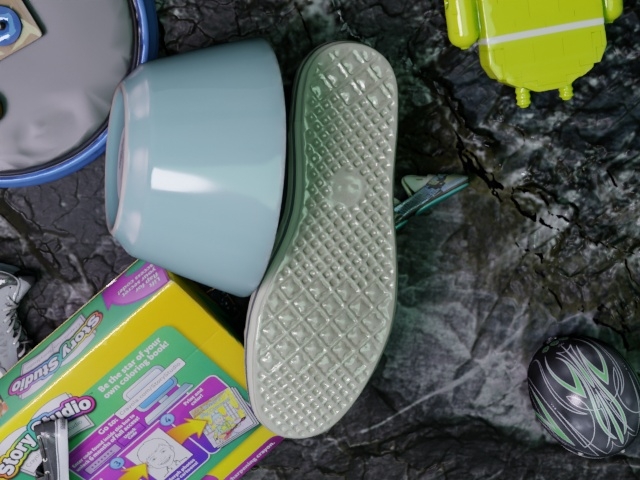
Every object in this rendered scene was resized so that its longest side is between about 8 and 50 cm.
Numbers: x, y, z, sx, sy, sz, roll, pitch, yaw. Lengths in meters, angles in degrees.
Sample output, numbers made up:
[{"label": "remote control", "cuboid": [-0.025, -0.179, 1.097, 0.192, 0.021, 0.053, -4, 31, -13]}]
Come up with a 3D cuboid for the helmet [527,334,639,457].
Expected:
[{"label": "helmet", "cuboid": [0.382, 0.222, 1.404, 0.169, 0.161, 0.169, -2, 104, -9]}]

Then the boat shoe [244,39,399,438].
[{"label": "boat shoe", "cuboid": [0.000, 0.000, 1.254, 0.187, 0.156, 0.500, 6, 90, -15]}]

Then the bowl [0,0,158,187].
[{"label": "bowl", "cuboid": [-0.397, -0.253, 1.200, 0.391, 0.077, 0.391, -2, 104, -9]}]

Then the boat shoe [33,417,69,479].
[{"label": "boat shoe", "cuboid": [-0.326, 0.279, 1.187, 0.040, 0.049, 0.142, -2, 111, -17]}]

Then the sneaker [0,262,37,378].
[{"label": "sneaker", "cuboid": [-0.403, 0.110, 1.287, 0.132, 0.086, 0.228, -43, 106, 0]}]

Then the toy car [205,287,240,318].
[{"label": "toy car", "cuboid": [-0.165, 0.112, 1.349, 0.060, 0.040, 0.122, 39, 96, -26]}]

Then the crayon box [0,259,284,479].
[{"label": "crayon box", "cuboid": [-0.244, 0.235, 1.289, 0.363, 0.106, 0.313, -41, 124, 2]}]

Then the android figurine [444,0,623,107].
[{"label": "android figurine", "cuboid": [0.289, -0.316, 1.310, 0.248, 0.056, 0.272, -13, 105, -6]}]

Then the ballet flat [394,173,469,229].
[{"label": "ballet flat", "cuboid": [0.113, -0.053, 1.346, 0.188, 0.070, 0.070, -34, 107, -4]}]

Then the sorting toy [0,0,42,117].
[{"label": "sorting toy", "cuboid": [-0.419, -0.270, 1.128, 0.132, 0.046, 0.274, -30, 106, -2]}]

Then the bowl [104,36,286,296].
[{"label": "bowl", "cuboid": [-0.160, -0.091, 1.146, 0.163, 0.311, 0.311, 3, 103, -20]}]
